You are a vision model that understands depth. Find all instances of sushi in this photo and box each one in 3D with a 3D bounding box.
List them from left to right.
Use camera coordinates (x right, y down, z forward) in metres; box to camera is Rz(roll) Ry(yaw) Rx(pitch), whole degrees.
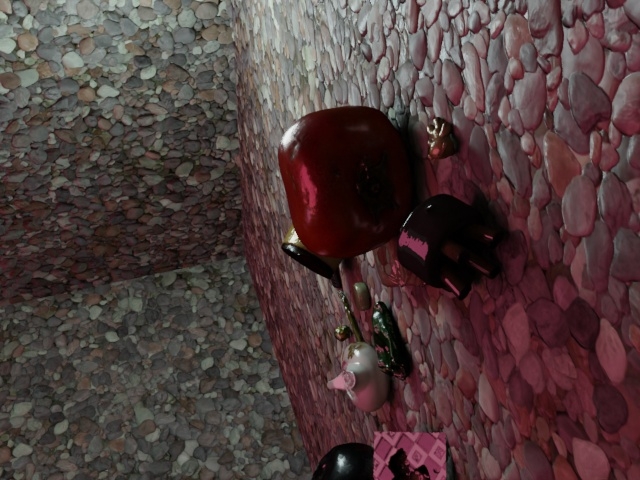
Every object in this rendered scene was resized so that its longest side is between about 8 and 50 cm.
[{"bbox_3d":[0.226,0.581,1.719,0.220,0.047,0.231,-13,69,43],"label":"sushi"}]

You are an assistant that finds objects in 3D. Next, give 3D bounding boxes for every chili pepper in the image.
[{"bbox_3d":[0.178,0.258,1.844,0.108,0.062,0.216,121,136,-62],"label":"chili pepper"}]

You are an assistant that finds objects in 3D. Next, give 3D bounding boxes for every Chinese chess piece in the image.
[{"bbox_3d":[0.118,0.163,2.059,0.084,0.034,0.084,169,90,-79],"label":"Chinese chess piece"}]

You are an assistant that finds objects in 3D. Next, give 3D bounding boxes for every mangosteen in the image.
[{"bbox_3d":[0.112,0.761,2.144,0.300,0.300,0.300,168,90,-77],"label":"mangosteen"}]

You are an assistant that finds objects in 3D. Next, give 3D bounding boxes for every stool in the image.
[{"bbox_3d":[0.241,0.017,1.247,0.139,0.228,0.153,37,98,41],"label":"stool"}]

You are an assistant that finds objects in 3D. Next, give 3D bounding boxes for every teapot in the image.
[{"bbox_3d":[0.113,0.399,2.061,0.298,0.139,0.204,115,138,-68],"label":"teapot"}]

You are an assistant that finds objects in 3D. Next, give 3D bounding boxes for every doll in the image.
[{"bbox_3d":[0.216,-0.190,1.309,0.061,0.051,0.093,-49,52,38],"label":"doll"}]

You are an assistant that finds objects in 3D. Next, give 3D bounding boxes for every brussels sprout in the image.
[{"bbox_3d":[0.073,0.306,2.341,0.083,0.046,0.051,140,110,-74],"label":"brussels sprout"}]

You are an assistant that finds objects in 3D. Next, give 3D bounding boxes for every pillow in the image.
[{"bbox_3d":[0.185,0.042,1.647,0.248,0.049,0.135,166,91,-73],"label":"pillow"}]

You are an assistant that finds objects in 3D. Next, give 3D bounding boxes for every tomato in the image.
[{"bbox_3d":[0.054,-0.132,1.554,0.290,0.293,0.325,16,127,62],"label":"tomato"}]

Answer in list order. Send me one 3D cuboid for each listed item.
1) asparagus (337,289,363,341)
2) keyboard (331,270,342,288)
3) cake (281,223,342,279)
[{"bbox_3d":[0.097,0.249,2.243,0.024,0.025,0.248,29,-150,-46],"label":"asparagus"},{"bbox_3d":[0.005,-0.025,2.343,0.103,0.041,0.381,172,86,-76],"label":"keyboard"},{"bbox_3d":[0.000,0.000,2.168,0.185,0.178,0.208,39,172,-35],"label":"cake"}]
